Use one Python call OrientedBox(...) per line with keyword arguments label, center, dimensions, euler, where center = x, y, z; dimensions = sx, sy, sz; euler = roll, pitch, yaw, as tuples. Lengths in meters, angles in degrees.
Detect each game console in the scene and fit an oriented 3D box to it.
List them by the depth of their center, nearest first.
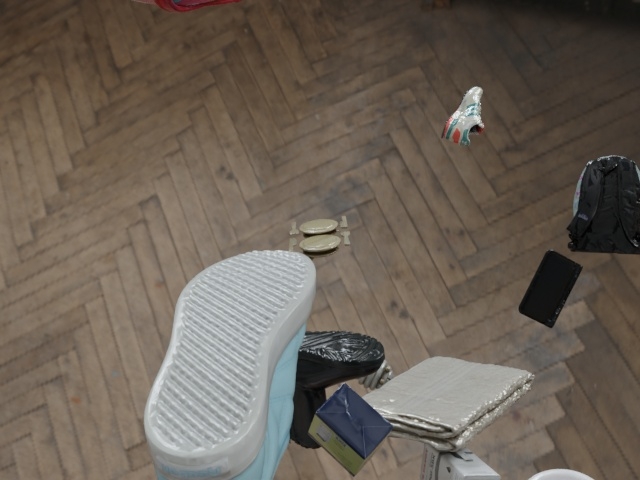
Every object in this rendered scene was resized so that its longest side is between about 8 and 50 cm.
OrientedBox(label="game console", center=(0.400, 0.085, 1.470), dimensions=(0.071, 0.107, 0.122), euler=(27, 92, 11))

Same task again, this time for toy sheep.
OrientedBox(label="toy sheep", center=(0.126, 0.310, 1.958), dimensions=(0.132, 0.091, 0.091), euler=(30, 74, 10))

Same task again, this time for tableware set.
OrientedBox(label="tableware set", center=(0.000, 0.000, 1.783), dimensions=(0.128, 0.039, 0.194), euler=(-7, 20, 2))

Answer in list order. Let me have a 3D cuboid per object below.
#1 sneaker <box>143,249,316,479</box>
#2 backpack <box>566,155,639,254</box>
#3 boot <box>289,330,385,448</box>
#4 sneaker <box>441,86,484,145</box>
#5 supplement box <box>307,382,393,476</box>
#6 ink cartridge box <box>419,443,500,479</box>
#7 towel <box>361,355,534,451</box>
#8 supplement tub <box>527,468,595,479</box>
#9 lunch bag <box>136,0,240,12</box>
OrientedBox(label="sneaker", center=(-0.084, 0.140, 0.829), dimensions=(0.135, 0.150, 0.366), euler=(6, 29, 10))
OrientedBox(label="backpack", center=(0.531, -0.066, 1.554), dimensions=(0.152, 0.115, 0.182), euler=(2, 90, 11))
OrientedBox(label="boot", center=(0.008, 0.268, 1.485), dimensions=(0.246, 0.207, 0.094), euler=(1, 24, 24))
OrientedBox(label="sneaker", center=(0.330, -0.267, 1.834), dimensions=(0.075, 0.057, 0.161), euler=(30, 61, 13))
OrientedBox(label="supplement box", center=(0.036, 0.238, 1.050), dimensions=(0.083, 0.083, 0.056), euler=(41, 61, 15))
OrientedBox(label="ink cartridge box", center=(0.190, 0.349, 1.178), dimensions=(0.056, 0.135, 0.099), euler=(5, 96, -17))
OrientedBox(label="towel", center=(0.190, 0.245, 1.284), dimensions=(0.187, 0.282, 0.049), euler=(5, 104, 37))
OrientedBox(label="supplement tub", center=(0.349, 0.431, 1.197), dimensions=(0.144, 0.200, 0.144), euler=(-8, 49, 9))
OrientedBox(label="lunch bag", center=(-0.098, -0.331, 0.681), dimensions=(0.120, 0.258, 0.293), euler=(13, 25, 14))
